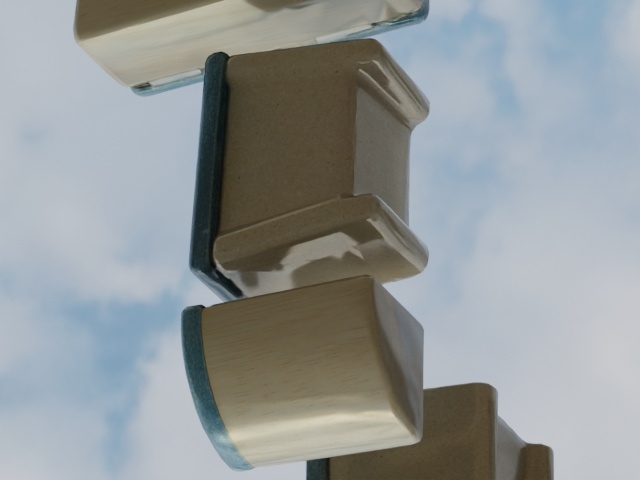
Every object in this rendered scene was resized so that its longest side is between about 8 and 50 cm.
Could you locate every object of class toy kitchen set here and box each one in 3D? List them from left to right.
[{"bbox_3d":[0.000,0.000,0.632,0.122,0.166,0.207,-11,-121,24],"label":"toy kitchen set"}]
